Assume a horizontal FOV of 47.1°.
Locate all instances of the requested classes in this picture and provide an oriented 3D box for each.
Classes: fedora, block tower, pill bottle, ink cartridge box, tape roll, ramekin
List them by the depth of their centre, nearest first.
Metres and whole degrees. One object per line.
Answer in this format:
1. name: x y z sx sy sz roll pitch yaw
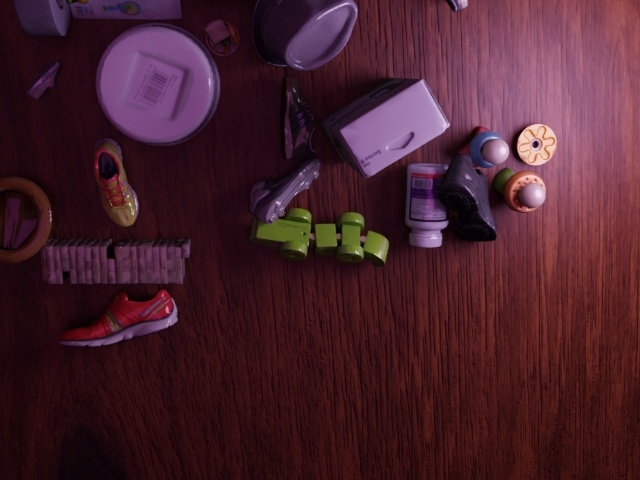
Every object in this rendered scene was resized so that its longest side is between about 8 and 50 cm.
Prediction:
1. tape roll: -0.571 -0.531 1.503 0.072 0.219 0.219 -3 103 -7
2. fedora: -0.014 -0.472 1.583 0.275 0.124 0.244 -39 146 3
3. ramekin: -0.359 -0.341 1.616 0.277 0.135 0.277 -1 102 -7
4. ink cartridge box: 0.133 -0.257 1.620 0.211 0.289 0.121 -32 105 0
5. fedora: -0.693 -0.047 1.661 0.194 0.079 0.194 0 90 -6
6. block tower: -0.472 0.047 1.709 0.335 0.091 0.097 -1 103 -7
7. pill bottle: 0.257 -0.085 1.768 0.108 0.108 0.194 0 103 -8

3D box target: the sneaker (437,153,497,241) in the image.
1. sneaker: 0.364 -0.095 1.743 0.109 0.286 0.130 4 61 25

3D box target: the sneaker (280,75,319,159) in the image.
1. sneaker: -0.046 -0.284 1.712 0.086 0.064 0.192 -3 103 -15

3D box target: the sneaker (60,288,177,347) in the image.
1. sneaker: -0.482 0.184 1.749 0.279 0.107 0.118 -15 85 -7

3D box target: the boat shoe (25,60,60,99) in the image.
1. boat shoe: -0.609 -0.355 1.635 0.100 0.035 0.035 -48 131 0

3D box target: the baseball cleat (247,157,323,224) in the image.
1. baseball cleat: -0.092 -0.134 1.730 0.109 0.072 0.206 32 68 26

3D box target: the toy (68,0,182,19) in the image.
1. toy: -0.425 -0.543 1.586 0.237 0.137 0.056 -5 63 -8

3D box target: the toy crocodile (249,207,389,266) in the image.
1. toy crocodile: 0.000 0.000 1.761 0.340 0.105 0.115 5 62 -7

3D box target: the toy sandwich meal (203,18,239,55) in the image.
1. toy sandwich meal: -0.223 -0.460 1.662 0.085 0.029 0.086 -2 102 -7

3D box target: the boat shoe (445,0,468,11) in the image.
1. boat shoe: 0.219 -0.622 1.654 0.092 0.103 0.285 -39 101 7

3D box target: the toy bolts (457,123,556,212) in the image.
1. toy bolts: 0.466 -0.198 1.745 0.228 0.158 0.218 31 97 -13

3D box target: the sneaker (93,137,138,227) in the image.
1. sneaker: -0.474 -0.124 1.669 0.081 0.094 0.209 -17 105 -5
